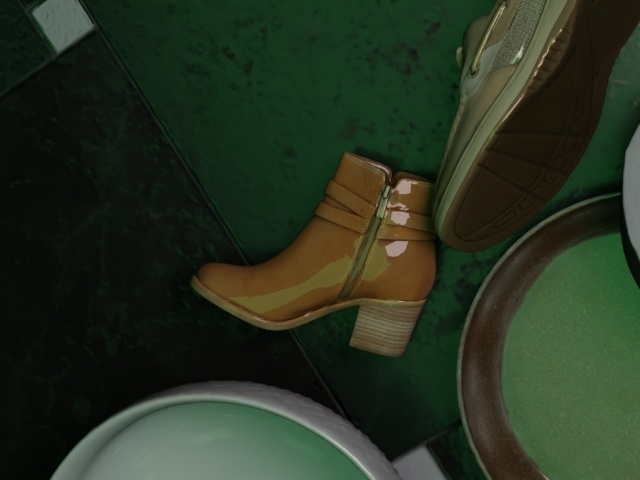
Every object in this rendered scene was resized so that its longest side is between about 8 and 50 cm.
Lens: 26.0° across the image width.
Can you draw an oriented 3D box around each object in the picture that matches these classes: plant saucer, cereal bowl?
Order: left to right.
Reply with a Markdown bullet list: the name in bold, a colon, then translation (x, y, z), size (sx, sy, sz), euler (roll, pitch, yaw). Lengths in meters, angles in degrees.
- **cereal bowl**: translation (-0.064, 0.274, 1.160), size (0.339, 0.141, 0.339), euler (2, 98, 12)
- **plant saucer**: translation (0.266, 0.110, 1.114), size (0.310, 0.050, 0.311), euler (2, 98, 11)

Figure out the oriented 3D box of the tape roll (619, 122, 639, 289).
- **tape roll**: translation (0.329, -0.025, 1.011), size (0.219, 0.072, 0.219), euler (-4, 71, 11)

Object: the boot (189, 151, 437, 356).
- **boot**: translation (0.000, 0.000, 1.144), size (0.197, 0.073, 0.152), euler (13, 102, -3)

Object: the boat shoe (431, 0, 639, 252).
- **boat shoe**: translation (0.161, -0.136, 1.081), size (0.098, 0.109, 0.302), euler (38, 109, 45)
